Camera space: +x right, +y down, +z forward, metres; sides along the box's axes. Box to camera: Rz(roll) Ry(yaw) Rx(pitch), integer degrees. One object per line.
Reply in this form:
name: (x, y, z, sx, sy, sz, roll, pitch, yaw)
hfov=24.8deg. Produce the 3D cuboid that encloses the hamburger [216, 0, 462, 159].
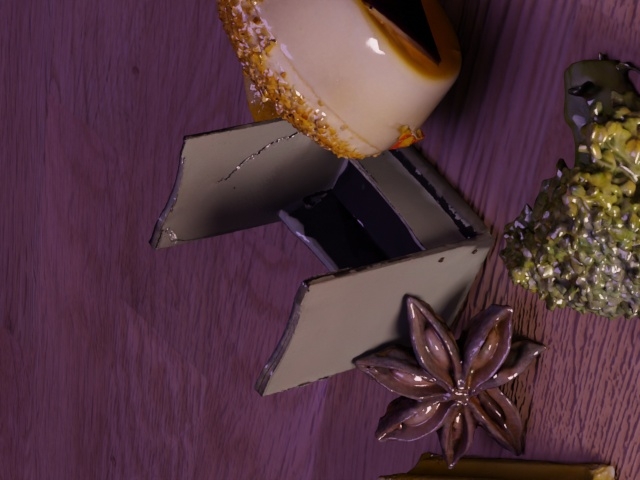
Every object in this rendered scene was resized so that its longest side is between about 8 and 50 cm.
hamburger: (0.010, -0.213, 1.497, 0.179, 0.294, 0.276, -36, 48, 23)

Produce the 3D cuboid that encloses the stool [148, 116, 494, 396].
stool: (0.000, 0.000, 1.584, 0.243, 0.270, 0.170, 50, 135, 31)

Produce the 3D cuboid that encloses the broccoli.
broccoli: (0.247, -0.045, 1.317, 0.242, 0.180, 0.273, -46, 64, 50)

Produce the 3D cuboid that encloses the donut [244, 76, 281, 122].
donut: (-0.032, -0.196, 1.736, 0.162, 0.065, 0.178, 58, 141, 23)

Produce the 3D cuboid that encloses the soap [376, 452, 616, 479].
soap: (0.199, 0.340, 1.585, 0.315, 0.091, 0.199, -6, 94, 53)

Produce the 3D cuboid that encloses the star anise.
star anise: (0.132, 0.149, 1.555, 0.073, 0.197, 0.212, -88, 6, -62)
